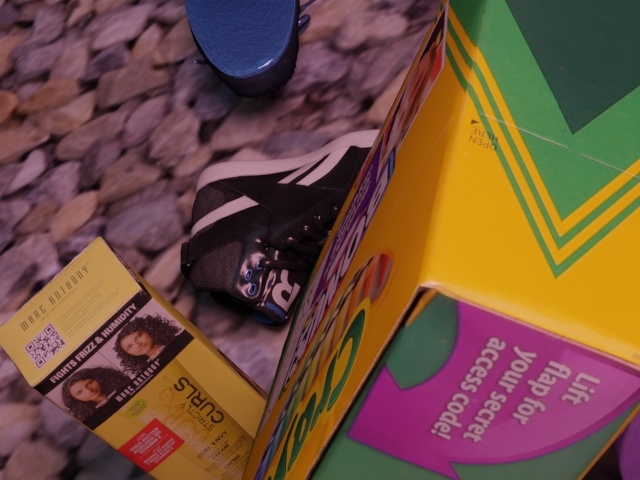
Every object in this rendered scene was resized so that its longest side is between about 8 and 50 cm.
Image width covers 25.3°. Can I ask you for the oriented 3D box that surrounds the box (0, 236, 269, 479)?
[{"bbox_3d":[-0.093,0.096,0.873,0.087,0.232,0.058,-42,50,-3],"label":"box"}]

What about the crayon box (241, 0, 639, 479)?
[{"bbox_3d":[0.051,0.044,0.713,0.106,0.363,0.313,22,44,-3],"label":"crayon box"}]

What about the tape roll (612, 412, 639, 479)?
[{"bbox_3d":[0.268,0.043,0.685,0.274,0.275,0.090,-21,51,15],"label":"tape roll"}]

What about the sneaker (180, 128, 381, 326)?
[{"bbox_3d":[0.000,0.000,0.995,0.216,0.079,0.121,-10,59,33],"label":"sneaker"}]

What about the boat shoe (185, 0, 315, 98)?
[{"bbox_3d":[-0.057,-0.199,1.148,0.109,0.089,0.258,-14,48,4],"label":"boat shoe"}]
